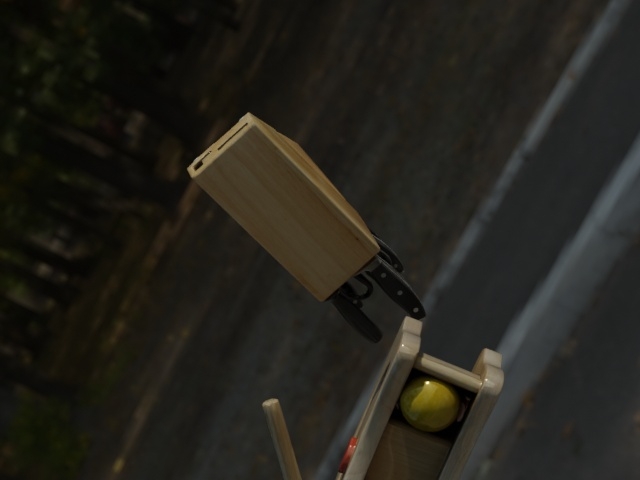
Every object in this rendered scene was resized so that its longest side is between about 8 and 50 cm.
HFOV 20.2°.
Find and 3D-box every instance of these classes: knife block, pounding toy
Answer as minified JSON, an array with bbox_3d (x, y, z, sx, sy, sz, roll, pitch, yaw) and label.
[{"bbox_3d":[0.000,0.000,1.893,0.088,0.242,0.276,-42,-16,6],"label":"knife block"},{"bbox_3d":[0.019,0.173,1.314,0.154,0.155,0.269,-67,-1,-60],"label":"pounding toy"}]
